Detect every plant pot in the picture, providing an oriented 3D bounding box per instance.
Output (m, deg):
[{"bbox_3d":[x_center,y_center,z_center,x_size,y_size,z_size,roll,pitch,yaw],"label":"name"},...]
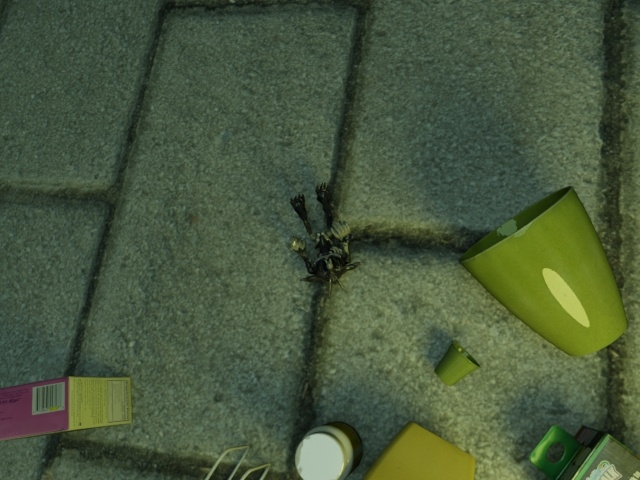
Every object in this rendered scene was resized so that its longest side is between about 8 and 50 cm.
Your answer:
[{"bbox_3d":[0.206,0.497,1.052,0.212,0.212,0.187,26,70,19],"label":"plant pot"},{"bbox_3d":[0.301,0.283,1.155,0.083,0.083,0.079,44,101,20],"label":"plant pot"},{"bbox_3d":[0.495,0.083,1.083,0.275,0.275,0.293,-36,85,1],"label":"plant pot"}]

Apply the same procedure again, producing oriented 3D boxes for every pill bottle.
[{"bbox_3d":[0.020,0.453,1.095,0.119,0.208,0.119,-4,73,12],"label":"pill bottle"}]

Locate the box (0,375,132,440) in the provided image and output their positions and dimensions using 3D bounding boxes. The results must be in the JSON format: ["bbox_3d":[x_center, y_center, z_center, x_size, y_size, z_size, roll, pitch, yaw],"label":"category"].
[{"bbox_3d":[-0.618,0.402,1.240,0.213,0.243,0.117,-12,72,10],"label":"box"}]

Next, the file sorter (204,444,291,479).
[{"bbox_3d":[-0.124,0.597,1.100,0.277,0.193,0.173,31,80,19],"label":"file sorter"}]

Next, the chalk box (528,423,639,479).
[{"bbox_3d":[0.546,0.482,0.983,0.289,0.179,0.180,38,86,21],"label":"chalk box"}]

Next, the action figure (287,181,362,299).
[{"bbox_3d":[0.000,0.000,1.268,0.164,0.141,0.276,-19,68,6],"label":"action figure"}]
